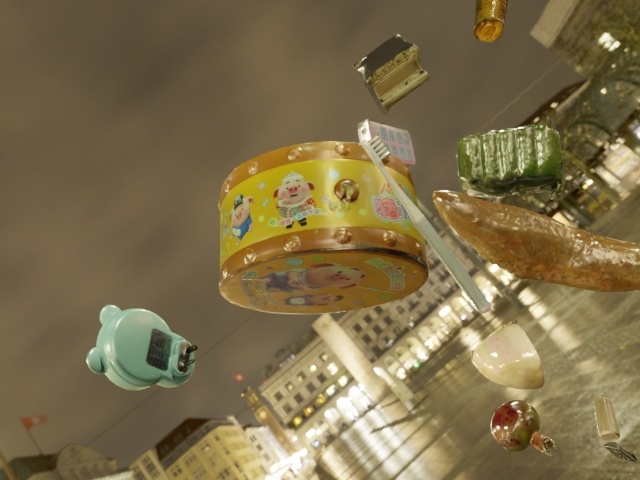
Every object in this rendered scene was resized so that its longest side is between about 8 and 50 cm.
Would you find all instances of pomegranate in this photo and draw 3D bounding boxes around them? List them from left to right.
[{"bbox_3d":[0.501,0.483,1.313,0.129,0.159,0.130,-7,-57,-11],"label":"pomegranate"}]

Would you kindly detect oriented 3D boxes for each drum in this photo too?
[{"bbox_3d":[0.000,0.000,1.059,0.430,0.214,0.431,-4,-22,-2],"label":"drum"}]

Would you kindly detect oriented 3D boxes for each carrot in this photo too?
[{"bbox_3d":[0.433,-0.598,1.319,0.082,0.082,0.173,63,-146,-73],"label":"carrot"}]

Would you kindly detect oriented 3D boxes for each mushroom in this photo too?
[{"bbox_3d":[0.590,0.412,1.654,0.162,0.173,0.236,-17,-50,-5],"label":"mushroom"}]

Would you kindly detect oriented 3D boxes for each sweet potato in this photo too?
[{"bbox_3d":[0.315,0.007,0.743,0.114,0.341,0.092,98,-169,-51],"label":"sweet potato"}]

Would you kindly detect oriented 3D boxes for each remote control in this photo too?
[{"bbox_3d":[0.539,0.379,0.940,0.091,0.034,0.016,36,-115,-36],"label":"remote control"}]

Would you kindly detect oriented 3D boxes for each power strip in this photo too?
[{"bbox_3d":[0.193,-0.274,1.490,0.037,0.109,0.278,-14,-6,35],"label":"power strip"}]

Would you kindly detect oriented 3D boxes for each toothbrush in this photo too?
[{"bbox_3d":[0.171,-0.021,0.831,0.030,0.342,0.025,-35,8,0],"label":"toothbrush"}]

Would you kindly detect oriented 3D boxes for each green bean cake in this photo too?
[{"bbox_3d":[0.615,-0.233,1.703,0.318,0.218,0.335,-4,-5,24],"label":"green bean cake"}]

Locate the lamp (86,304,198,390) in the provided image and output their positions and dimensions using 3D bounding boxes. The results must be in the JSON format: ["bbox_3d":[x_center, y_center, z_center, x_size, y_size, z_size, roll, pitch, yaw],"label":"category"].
[{"bbox_3d":[-0.463,0.295,1.381,0.283,0.210,0.147,21,-41,-25],"label":"lamp"}]

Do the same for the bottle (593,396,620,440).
[{"bbox_3d":[0.684,0.426,1.249,0.045,0.045,0.096,121,169,-45],"label":"bottle"}]

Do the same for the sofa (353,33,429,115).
[{"bbox_3d":[0.253,-0.557,1.776,0.200,0.182,0.258,-35,30,11],"label":"sofa"}]
